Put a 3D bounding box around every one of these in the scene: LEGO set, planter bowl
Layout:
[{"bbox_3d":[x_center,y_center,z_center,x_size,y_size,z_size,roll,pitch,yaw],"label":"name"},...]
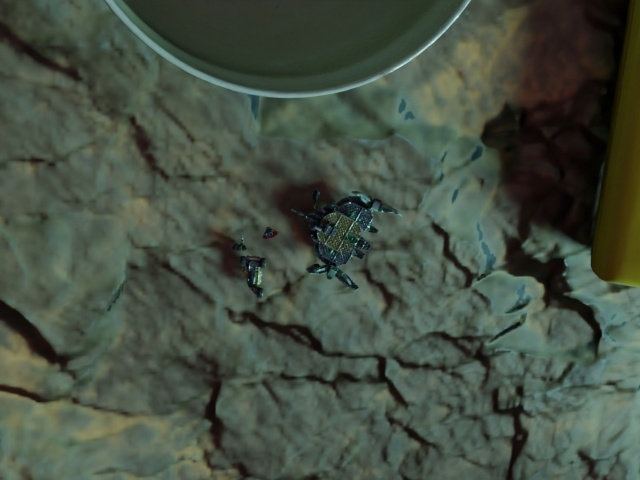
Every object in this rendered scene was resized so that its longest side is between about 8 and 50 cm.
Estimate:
[{"bbox_3d":[-0.002,-0.002,0.479,0.083,0.023,0.054,-4,107,-2],"label":"LEGO set"},{"bbox_3d":[-0.023,-0.144,0.373,0.162,0.109,0.162,-6,109,-16],"label":"planter bowl"}]

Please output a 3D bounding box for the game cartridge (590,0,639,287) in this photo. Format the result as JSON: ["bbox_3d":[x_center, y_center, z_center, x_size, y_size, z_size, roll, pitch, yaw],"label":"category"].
[{"bbox_3d":[0.290,-0.118,0.440,0.286,0.052,0.323,7,109,12],"label":"game cartridge"}]
